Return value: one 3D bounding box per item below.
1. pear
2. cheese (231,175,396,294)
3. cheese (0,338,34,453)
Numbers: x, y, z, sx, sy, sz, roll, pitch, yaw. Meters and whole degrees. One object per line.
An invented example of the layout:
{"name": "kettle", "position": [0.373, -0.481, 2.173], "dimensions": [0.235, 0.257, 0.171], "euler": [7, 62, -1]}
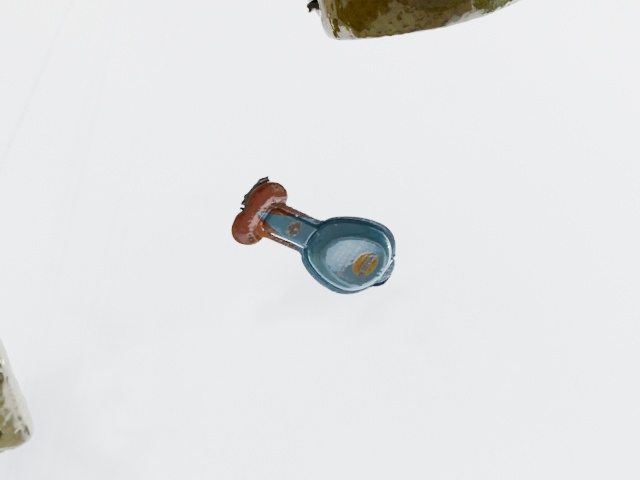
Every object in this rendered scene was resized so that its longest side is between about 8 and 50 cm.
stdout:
{"name": "pear", "position": [0.048, -0.166, 0.588], "dimensions": [0.141, 0.104, 0.141], "euler": [-17, -161, 6]}
{"name": "cheese", "position": [0.000, 0.000, 1.367], "dimensions": [0.106, 0.256, 0.037], "euler": [-55, -142, 12]}
{"name": "cheese", "position": [-0.281, 0.114, 0.928], "dimensions": [0.065, 0.194, 0.043], "euler": [-9, -128, -5]}
